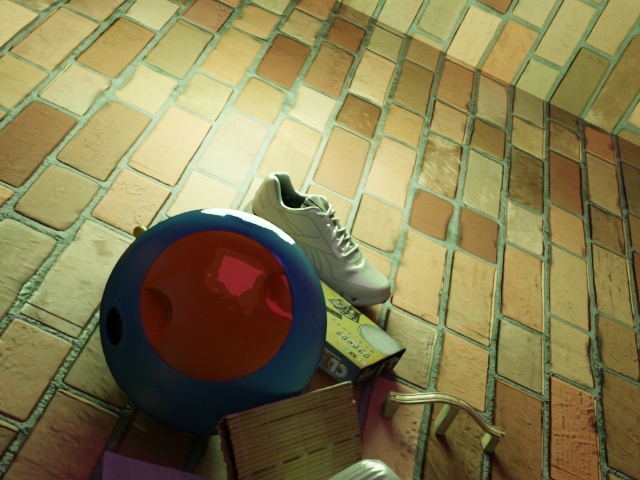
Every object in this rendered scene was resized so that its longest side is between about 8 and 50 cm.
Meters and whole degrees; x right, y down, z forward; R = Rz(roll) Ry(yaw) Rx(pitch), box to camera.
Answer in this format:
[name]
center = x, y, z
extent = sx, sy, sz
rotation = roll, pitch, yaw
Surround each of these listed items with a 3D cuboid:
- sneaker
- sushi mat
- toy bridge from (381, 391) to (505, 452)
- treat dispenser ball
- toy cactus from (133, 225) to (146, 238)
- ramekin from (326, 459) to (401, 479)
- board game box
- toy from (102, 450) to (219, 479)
[sneaker]
center = 0.000, 0.000, 1.967
extent = 0.292, 0.118, 0.110
rotation = 36, 29, 13
[sushi mat]
center = -0.026, 0.265, 1.457
extent = 0.019, 0.151, 0.316
rotation = -9, -3, 28
[toy bridge]
center = 0.188, 0.258, 1.762
extent = 0.188, 0.063, 0.026
rotation = 20, 30, -12
[treat dispenser ball]
center = -0.135, 0.103, 1.521
extent = 0.288, 0.288, 0.288
rotation = 20, 30, -12
[toy cactus]
center = -0.203, 0.067, 1.741
extent = 0.180, 0.112, 0.219
rotation = 36, 22, -24
[ramekin]
center = 0.072, 0.347, 1.365
extent = 0.109, 0.207, 0.207
rotation = -36, 58, -11
[board game box]
center = -0.004, 0.121, 1.819
extent = 0.243, 0.042, 0.165
rotation = 38, 21, 19
[toy]
center = -0.148, 0.334, 1.381
extent = 0.237, 0.056, 0.137
rotation = 22, 31, -21
